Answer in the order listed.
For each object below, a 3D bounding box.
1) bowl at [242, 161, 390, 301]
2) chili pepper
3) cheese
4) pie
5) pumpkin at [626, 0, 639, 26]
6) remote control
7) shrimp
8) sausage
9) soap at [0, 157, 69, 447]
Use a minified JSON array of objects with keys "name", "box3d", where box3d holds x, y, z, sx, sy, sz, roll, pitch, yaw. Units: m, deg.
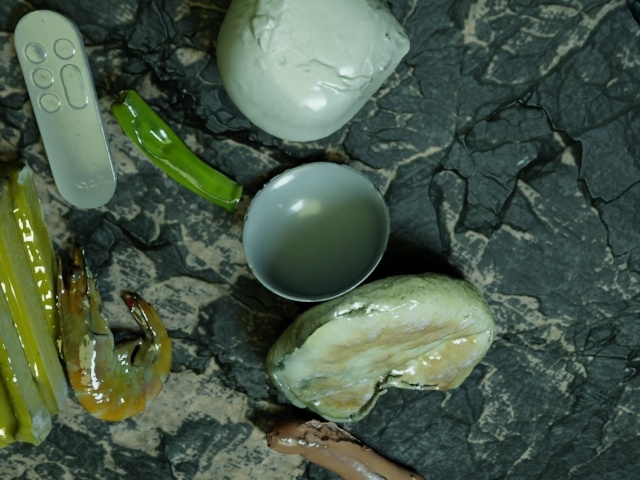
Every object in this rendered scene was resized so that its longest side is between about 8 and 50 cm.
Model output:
[{"name":"bowl","box3d":[0.000,0.000,0.940,0.189,0.189,0.086,-19,155,3]},{"name":"chili pepper","box3d":[-0.179,-0.106,0.908,0.201,0.050,0.052,42,89,-24]},{"name":"cheese","box3d":[-0.024,-0.210,0.815,0.198,0.154,0.189,34,90,-16]},{"name":"pie","box3d":[0.086,0.147,1.010,0.337,0.075,0.338,-11,139,-10]},{"name":"pumpkin","box3d":[0.455,-0.317,0.816,0.233,0.163,0.233,-2,118,-4]},{"name":"remote control","box3d":[-0.303,-0.153,0.886,0.077,0.022,0.245,-7,116,-1]},{"name":"shrimp","box3d":[-0.282,0.124,0.986,0.150,0.068,0.249,-29,112,-36]},{"name":"sausage","box3d":[0.046,0.344,1.136,0.304,0.078,0.078,33,108,-21]},{"name":"soap","box3d":[-0.388,0.077,0.893,0.091,0.199,0.315,-3,118,2]}]
